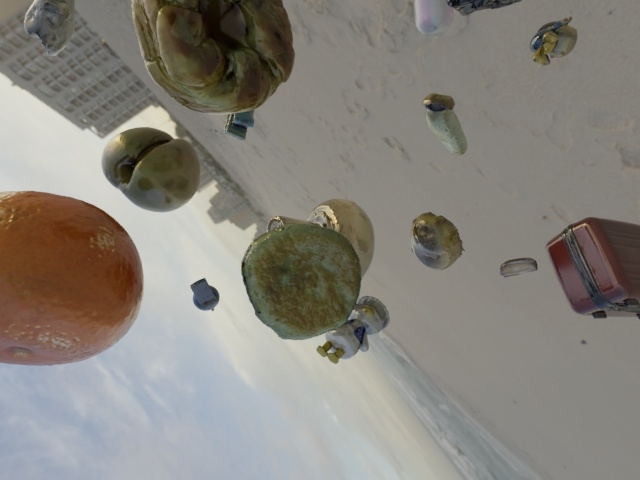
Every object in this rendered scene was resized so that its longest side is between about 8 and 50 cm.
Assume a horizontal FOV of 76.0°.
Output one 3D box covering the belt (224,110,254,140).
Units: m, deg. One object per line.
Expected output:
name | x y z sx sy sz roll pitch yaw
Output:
belt | -0.228 -0.435 1.229 0.072 0.302 0.087 20 153 -30

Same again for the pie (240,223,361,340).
pie | -0.039 0.103 1.046 0.323 0.323 0.070 54 175 -14

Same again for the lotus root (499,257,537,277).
lotus root | 0.468 0.060 0.973 0.030 0.083 0.037 -34 -76 -58

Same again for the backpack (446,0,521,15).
backpack | 0.342 -0.526 0.828 0.106 0.119 0.165 12 178 -41

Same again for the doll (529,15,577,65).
doll | 0.520 -0.443 0.910 0.089 0.179 0.102 27 140 16

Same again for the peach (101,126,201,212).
peach | -0.523 -0.223 1.299 0.293 0.247 0.292 22 -169 -4

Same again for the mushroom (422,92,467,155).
mushroom | 0.437 -0.395 1.428 0.107 0.087 0.333 27 179 33

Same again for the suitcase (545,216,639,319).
suitcase | 0.739 0.071 1.022 0.161 0.297 0.236 126 143 -53

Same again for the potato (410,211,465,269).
potato | 0.314 0.016 1.152 0.164 0.081 0.200 27 155 33

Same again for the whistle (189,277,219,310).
whistle | -0.365 0.167 1.284 0.090 0.090 0.157 49 159 49

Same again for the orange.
orange | -0.588 0.077 0.860 0.424 0.425 0.326 59 -156 -54

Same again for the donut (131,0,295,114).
donut | -0.207 -0.450 0.858 0.170 0.360 0.360 10 145 42

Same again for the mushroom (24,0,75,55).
mushroom | -0.621 -0.566 0.946 0.096 0.278 0.099 15 -140 -23

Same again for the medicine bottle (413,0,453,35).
medicine bottle | 0.368 -0.860 1.350 0.130 0.131 0.340 -137 37 -70

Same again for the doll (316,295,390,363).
doll | 0.105 0.254 1.192 0.138 0.293 0.119 29 126 29

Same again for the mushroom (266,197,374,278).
mushroom | 0.000 0.000 1.303 0.336 0.314 0.314 13 -156 -38
